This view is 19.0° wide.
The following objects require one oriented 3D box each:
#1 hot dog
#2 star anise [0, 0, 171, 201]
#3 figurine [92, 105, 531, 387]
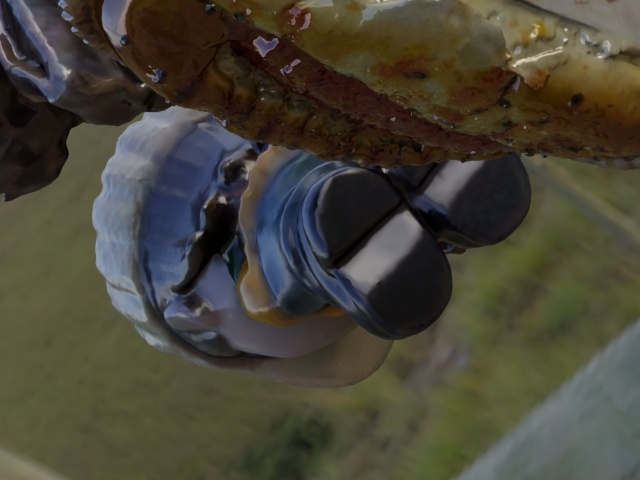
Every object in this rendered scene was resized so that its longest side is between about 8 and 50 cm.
[{"bbox_3d":[0.026,-0.050,0.501,0.099,0.192,0.053,146,131,-61],"label":"hot dog"},{"bbox_3d":[-0.107,-0.109,0.761,0.223,0.109,0.236,-30,43,38],"label":"star anise"},{"bbox_3d":[-0.018,-0.022,1.052,0.185,0.204,0.332,-45,-3,-17],"label":"figurine"}]
